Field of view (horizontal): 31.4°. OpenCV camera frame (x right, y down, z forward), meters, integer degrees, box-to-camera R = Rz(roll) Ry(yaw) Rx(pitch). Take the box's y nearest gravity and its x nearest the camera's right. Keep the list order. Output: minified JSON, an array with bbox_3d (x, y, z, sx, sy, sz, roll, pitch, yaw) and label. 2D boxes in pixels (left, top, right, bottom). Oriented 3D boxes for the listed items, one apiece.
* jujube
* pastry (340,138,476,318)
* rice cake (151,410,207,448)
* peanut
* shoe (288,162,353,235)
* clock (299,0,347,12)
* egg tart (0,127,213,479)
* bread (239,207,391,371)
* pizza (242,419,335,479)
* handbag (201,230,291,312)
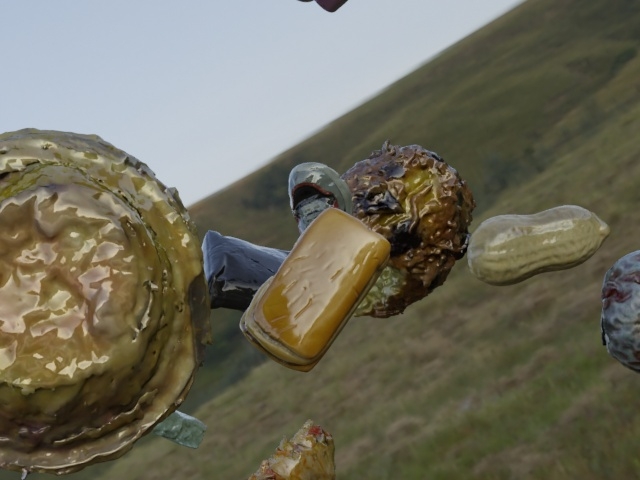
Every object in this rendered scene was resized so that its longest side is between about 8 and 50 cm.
[{"bbox_3d":[0.594,0.113,1.779,0.317,0.226,0.226,-4,-2,9],"label":"jujube"},{"bbox_3d":[0.154,-0.030,2.264,0.337,0.292,0.405,-51,-13,-29],"label":"pastry"},{"bbox_3d":[-0.251,0.207,1.463,0.237,0.127,0.043,12,75,57],"label":"rice cake"},{"bbox_3d":[0.354,0.004,1.884,0.257,0.123,0.123,-13,-10,-20],"label":"peanut"},{"bbox_3d":[0.001,0.000,1.711,0.099,0.227,0.125,-16,19,32],"label":"shoe"},{"bbox_3d":[-0.059,-0.485,1.861,0.090,0.227,0.248,-40,-17,21],"label":"clock"},{"bbox_3d":[-0.262,0.052,1.100,0.352,0.352,0.150,-27,-1,-17],"label":"egg tart"},{"bbox_3d":[-0.008,0.057,1.390,0.200,0.116,0.077,-54,-14,-9],"label":"bread"},{"bbox_3d":[-0.018,0.435,1.764,0.074,0.251,0.288,-27,11,44],"label":"pizza"},{"bbox_3d":[-0.098,0.061,1.984,0.223,0.080,0.247,9,20,-10],"label":"handbag"}]
